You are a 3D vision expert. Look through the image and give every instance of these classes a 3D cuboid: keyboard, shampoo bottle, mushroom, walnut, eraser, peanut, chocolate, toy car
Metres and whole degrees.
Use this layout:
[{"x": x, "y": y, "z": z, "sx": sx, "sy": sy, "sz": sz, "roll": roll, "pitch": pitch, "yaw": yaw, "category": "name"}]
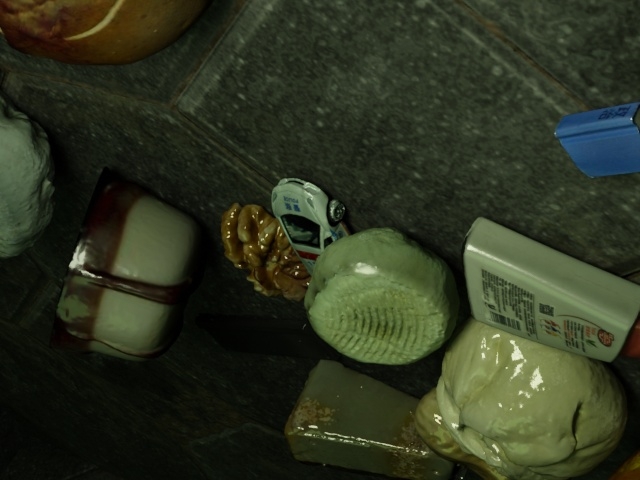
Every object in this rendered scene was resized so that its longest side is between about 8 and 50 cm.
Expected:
[{"x": -0.097, "y": 0.159, "z": 1.787, "sx": 0.310, "sy": 0.018, "sz": 0.101, "roll": -3, "pitch": 138, "yaw": 50, "category": "keyboard"}, {"x": 0.295, "y": 0.073, "z": 1.152, "sx": 0.284, "sy": 0.071, "sz": 0.153, "roll": 17, "pitch": 147, "yaw": 24, "category": "shampoo bottle"}, {"x": -0.242, "y": -0.302, "z": 1.013, "sx": 0.233, "sy": 0.208, "sz": 0.301, "roll": -36, "pitch": 102, "yaw": 19, "category": "mushroom"}, {"x": -0.073, "y": 0.024, "z": 1.475, "sx": 0.143, "sy": 0.069, "sz": 0.170, "roll": 4, "pitch": 139, "yaw": 47, "category": "walnut"}, {"x": 0.261, "y": -0.089, "z": 0.956, "sx": 0.085, "sy": 0.027, "sz": 0.063, "roll": -4, "pitch": 137, "yaw": 51, "category": "eraser"}, {"x": 0.248, "y": 0.295, "z": 1.532, "sx": 0.274, "sy": 0.111, "sz": 0.125, "roll": 37, "pitch": -176, "yaw": -14, "category": "peanut"}, {"x": -0.268, "y": 0.053, "z": 1.559, "sx": 0.186, "sy": 0.283, "sz": 0.283, "roll": 17, "pitch": 156, "yaw": -10, "category": "chocolate"}, {"x": 0.000, "y": 0.000, "z": 1.367, "sx": 0.095, "sy": 0.056, "sz": 0.205, "roll": 12, "pitch": 148, "yaw": 37, "category": "toy car"}]

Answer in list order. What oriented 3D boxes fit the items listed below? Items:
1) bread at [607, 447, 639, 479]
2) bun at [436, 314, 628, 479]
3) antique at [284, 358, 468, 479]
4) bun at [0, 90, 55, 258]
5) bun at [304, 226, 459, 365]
[{"x": 0.450, "y": 0.315, "z": 1.277, "sx": 0.156, "sy": 0.204, "sz": 0.288, "roll": 51, "pitch": 150, "yaw": 2, "category": "bread"}, {"x": 0.253, "y": 0.213, "z": 1.337, "sx": 0.259, "sy": 0.160, "sz": 0.259, "roll": 23, "pitch": 151, "yaw": 14, "category": "bun"}, {"x": 0.102, "y": 0.306, "z": 1.705, "sx": 0.284, "sy": 0.150, "sz": 0.125, "roll": 14, "pitch": 148, "yaw": 18, "category": "antique"}, {"x": -0.537, "y": -0.127, "z": 1.587, "sx": 0.354, "sy": 0.194, "sz": 0.354, "roll": 23, "pitch": 151, "yaw": 13, "category": "bun"}, {"x": 0.076, "y": 0.059, "z": 1.301, "sx": 0.195, "sy": 0.118, "sz": 0.195, "roll": 9, "pitch": 140, "yaw": 7, "category": "bun"}]
